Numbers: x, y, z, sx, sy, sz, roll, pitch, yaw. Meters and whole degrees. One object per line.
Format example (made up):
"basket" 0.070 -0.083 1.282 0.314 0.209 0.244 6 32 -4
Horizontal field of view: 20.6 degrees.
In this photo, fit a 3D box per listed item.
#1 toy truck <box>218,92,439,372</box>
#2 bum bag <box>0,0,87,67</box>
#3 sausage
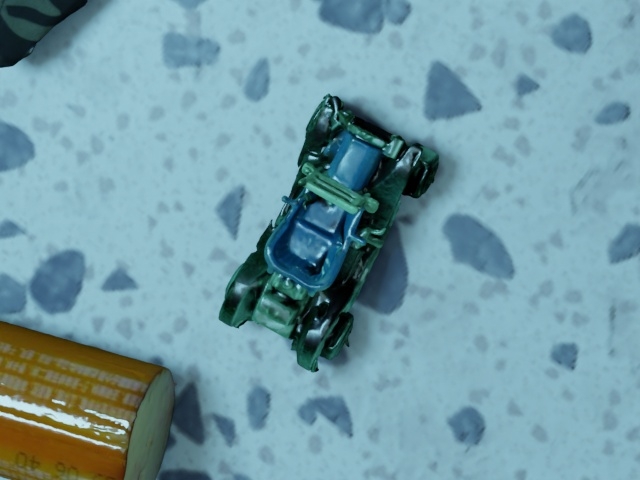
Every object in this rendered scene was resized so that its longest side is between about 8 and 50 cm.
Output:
"toy truck" 0.001 -0.001 1.013 0.080 0.078 0.154 29 103 7
"bum bag" -0.273 -0.239 1.007 0.340 0.095 0.144 34 108 -5
"sausage" -0.248 0.080 1.068 0.312 0.093 0.093 15 101 9
